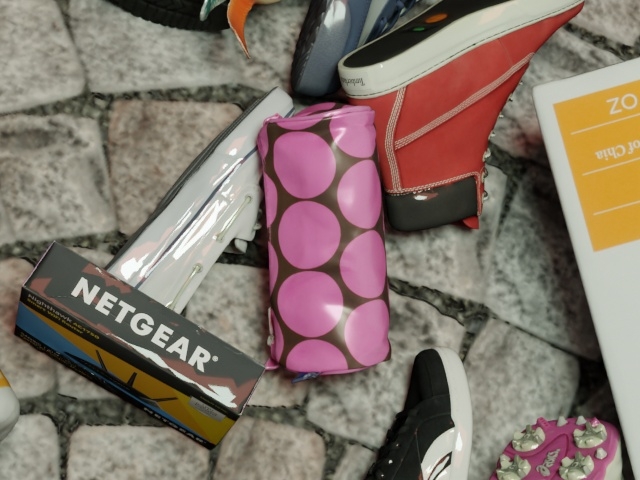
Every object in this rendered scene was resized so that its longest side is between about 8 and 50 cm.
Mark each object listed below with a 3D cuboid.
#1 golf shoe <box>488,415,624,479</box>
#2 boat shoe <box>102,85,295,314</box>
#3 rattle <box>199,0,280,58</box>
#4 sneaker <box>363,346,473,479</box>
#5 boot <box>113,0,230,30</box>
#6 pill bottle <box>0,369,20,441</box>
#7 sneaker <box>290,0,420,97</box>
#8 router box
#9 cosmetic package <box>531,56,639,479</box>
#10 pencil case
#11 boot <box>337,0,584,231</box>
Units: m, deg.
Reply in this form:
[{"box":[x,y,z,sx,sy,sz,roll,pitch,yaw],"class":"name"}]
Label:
[{"box":[0.151,0.265,1.150,0.306,0.115,0.140,-48,127,-38],"class":"golf shoe"},{"box":[-0.085,-0.018,1.254,0.076,0.083,0.226,43,79,-11],"class":"boat shoe"},{"box":[-0.070,-0.248,1.306,0.130,0.143,0.199,19,87,-50],"class":"rattle"},{"box":[0.047,0.181,1.209,0.121,0.079,0.217,7,72,-12],"class":"sneaker"},{"box":[-0.147,-0.264,1.318,0.198,0.077,0.137,21,64,-7],"class":"boot"},{"box":[-0.347,0.051,1.118,0.162,0.162,0.278,-32,82,-20],"class":"pill bottle"},{"box":[0.081,-0.242,1.341,0.131,0.112,0.319,27,72,-9],"class":"sneaker"},{"box":[-0.136,0.080,1.171,0.179,0.133,0.046,30,67,-1],"class":"router box"},{"box":[0.331,0.077,1.226,0.230,0.161,0.453,-17,75,11],"class":"cosmetic package"},{"box":[0.000,0.000,1.218,0.098,0.095,0.209,-1,96,18],"class":"pencil case"},{"box":[0.136,-0.111,1.316,0.244,0.088,0.176,-31,115,-26],"class":"boot"}]
